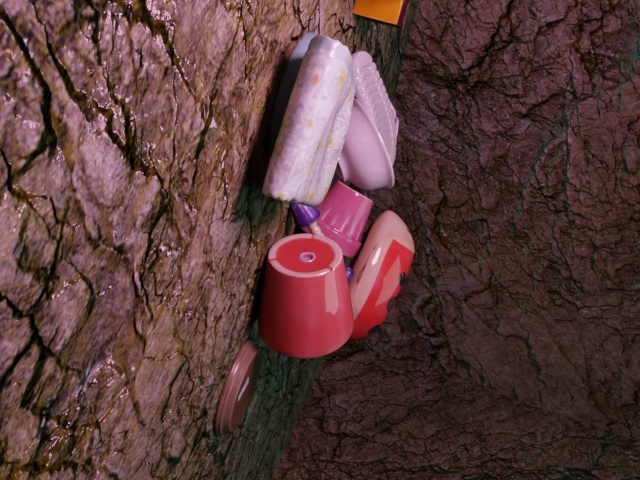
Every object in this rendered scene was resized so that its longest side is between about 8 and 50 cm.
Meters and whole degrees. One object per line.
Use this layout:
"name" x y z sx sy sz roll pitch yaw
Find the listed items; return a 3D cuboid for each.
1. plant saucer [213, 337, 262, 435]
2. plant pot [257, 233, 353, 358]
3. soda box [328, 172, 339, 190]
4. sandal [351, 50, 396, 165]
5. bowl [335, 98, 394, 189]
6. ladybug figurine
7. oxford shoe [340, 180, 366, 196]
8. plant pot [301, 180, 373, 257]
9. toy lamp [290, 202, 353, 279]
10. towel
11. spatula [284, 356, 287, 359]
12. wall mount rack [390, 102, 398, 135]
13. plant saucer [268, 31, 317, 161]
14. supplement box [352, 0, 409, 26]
"plant saucer" -0.219 0.405 1.761 0.278 0.041 0.278 18 90 -81
"plant pot" -0.039 0.133 1.705 0.275 0.274 0.243 -62 158 -52
"soda box" 0.018 -0.163 2.068 0.058 0.062 0.183 80 28 -78
"sandal" 0.156 -0.411 2.072 0.169 0.102 0.417 -49 132 -42
"bowl" 0.099 -0.269 1.948 0.298 0.134 0.298 155 -90 -86
"ladybug figurine" 0.158 0.128 1.976 0.450 0.161 0.305 -64 -179 -5
"oxford shoe" 0.085 -0.120 2.214 0.130 0.132 0.364 -83 -163 -49
"plant pot" 0.060 -0.072 1.932 0.180 0.201 0.201 -59 173 6
"toy lamp" 0.000 0.000 1.792 0.275 0.080 0.080 60 31 -22
"towel" -0.008 -0.230 1.367 0.374 0.090 0.321 -2 109 -81
"spatula" -0.096 0.300 2.403 0.084 0.030 0.297 54 54 -81
"wall mount rack" 0.213 -0.447 2.328 0.350 0.130 0.304 -88 -173 -79
"plant saucer" -0.041 -0.306 1.451 0.317 0.043 0.318 17 90 -83
"supplement box" 0.192 -0.721 1.832 0.194 0.129 0.192 -48 154 -71
